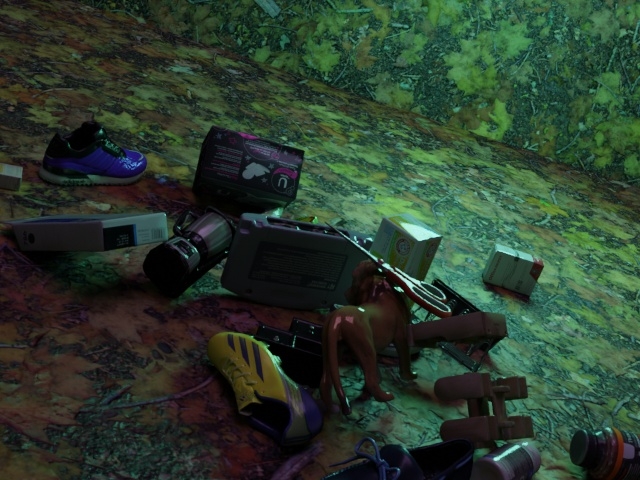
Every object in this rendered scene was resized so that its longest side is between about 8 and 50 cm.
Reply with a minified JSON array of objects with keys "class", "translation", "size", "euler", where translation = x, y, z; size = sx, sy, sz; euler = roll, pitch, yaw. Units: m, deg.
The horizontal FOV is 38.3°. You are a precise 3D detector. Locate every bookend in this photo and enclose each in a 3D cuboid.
[{"class":"bookend","translation":[-0.063,0.197,1.788],"size":[0.156,0.072,0.157],"euler":[18,23,-4]}]

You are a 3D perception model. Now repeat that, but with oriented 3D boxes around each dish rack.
[{"class":"dish rack","translation":[0.294,0.188,2.007],"size":[0.208,0.074,0.271],"euler":[37,15,10]}]

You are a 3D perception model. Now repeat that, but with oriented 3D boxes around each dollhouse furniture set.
[{"class":"dollhouse furniture set","translation":[0.268,0.266,1.714],"size":[0.161,0.242,0.212],"euler":[-14,-16,32]}]

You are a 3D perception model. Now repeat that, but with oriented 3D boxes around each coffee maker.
[{"class":"coffee maker","translation":[-0.270,0.039,1.910],"size":[0.120,0.171,0.178],"euler":[25,40,22]}]

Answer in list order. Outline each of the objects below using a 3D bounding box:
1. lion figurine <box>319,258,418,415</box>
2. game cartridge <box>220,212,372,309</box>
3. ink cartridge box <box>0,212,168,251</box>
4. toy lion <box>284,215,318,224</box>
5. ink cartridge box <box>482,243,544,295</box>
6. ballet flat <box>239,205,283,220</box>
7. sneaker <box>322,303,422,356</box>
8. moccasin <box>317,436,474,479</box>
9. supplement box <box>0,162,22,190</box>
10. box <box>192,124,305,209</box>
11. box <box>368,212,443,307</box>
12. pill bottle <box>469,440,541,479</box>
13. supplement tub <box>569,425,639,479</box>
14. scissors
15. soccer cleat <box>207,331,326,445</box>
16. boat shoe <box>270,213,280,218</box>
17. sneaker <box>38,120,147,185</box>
[{"class":"lion figurine","translation":[0.083,0.168,1.712],"size":[0.142,0.240,0.392],"euler":[-9,3,16]},{"class":"game cartridge","translation":[-0.055,0.053,1.953],"size":[0.294,0.196,0.060],"euler":[10,25,-21]},{"class":"ink cartridge box","translation":[-0.479,-0.018,1.846],"size":[0.333,0.065,0.165],"euler":[2,9,39]},{"class":"toy lion","translation":[-0.054,-0.039,2.283],"size":[0.096,0.034,0.100],"euler":[-22,16,1]},{"class":"ink cartridge box","translation":[0.514,0.078,2.464],"size":[0.135,0.099,0.056],"euler":[19,23,-3]},{"class":"ballet flat","translation":[-0.142,-0.045,2.304],"size":[0.168,0.057,0.052],"euler":[-21,74,-52]},{"class":"sneaker","translation":[0.125,0.183,1.939],"size":[0.258,0.091,0.094],"euler":[5,27,-29]},{"class":"moccasin","translation":[0.112,0.373,1.480],"size":[0.342,0.116,0.138],"euler":[-5,33,-44]},{"class":"supplement box","translation":[-0.725,-0.148,2.076],"size":[0.099,0.036,0.062],"euler":[11,25,-19]},{"class":"box","translation":[-0.187,-0.176,2.359],"size":[0.247,0.142,0.163],"euler":[15,-15,-13]},{"class":"box","translation":[0.180,0.053,2.127],"size":[0.114,0.203,0.103],"euler":[35,28,32]},{"class":"pill bottle","translation":[0.330,0.404,1.631],"size":[0.078,0.078,0.137],"euler":[35,28,32]},{"class":"supplement tub","translation":[0.582,0.417,1.763],"size":[0.198,0.106,0.106],"euler":[15,24,-10]},{"class":"scissors","translation":[0.128,0.055,1.767],"size":[0.297,0.021,0.109],"euler":[34,22,-3]},{"class":"soccer cleat","translation":[-0.116,0.252,1.605],"size":[0.121,0.093,0.289],"euler":[-16,41,-44]},{"class":"boat shoe","translation":[-0.106,0.013,2.158],"size":[0.076,0.080,0.228],"euler":[23,24,-6]},{"class":"sneaker","translation":[-0.534,-0.217,2.239],"size":[0.102,0.146,0.293],"euler":[35,28,32]}]
